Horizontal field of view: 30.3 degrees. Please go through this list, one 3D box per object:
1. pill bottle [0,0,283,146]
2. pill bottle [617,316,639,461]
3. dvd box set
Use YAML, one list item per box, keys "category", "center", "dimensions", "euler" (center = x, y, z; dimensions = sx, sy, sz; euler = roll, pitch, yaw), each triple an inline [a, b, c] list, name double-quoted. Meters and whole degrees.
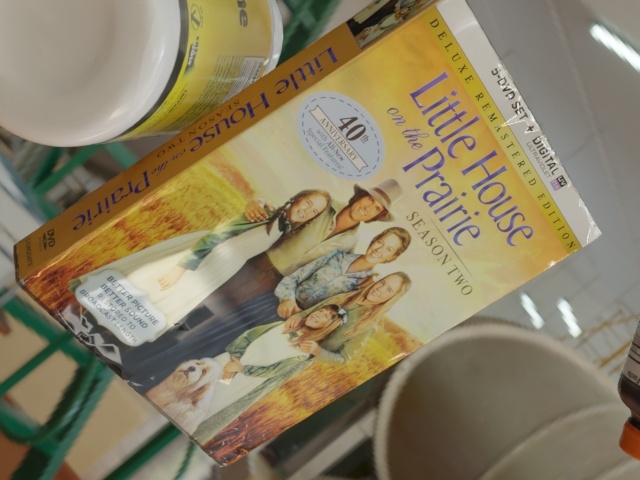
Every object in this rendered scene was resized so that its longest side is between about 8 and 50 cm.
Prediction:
- category: "pill bottle"
  center: [-0.151, -0.183, 1.018]
  dimensions: [0.188, 0.188, 0.334]
  euler: [51, 18, 4]
- category: "pill bottle"
  center: [0.384, 0.113, 1.206]
  dimensions: [0.130, 0.245, 0.130]
  euler: [16, 10, -3]
- category: "dvd box set"
  center: [0.000, 0.000, 1.020]
  dimensions: [0.307, 0.420, 0.062]
  euler: [51, 11, -38]
